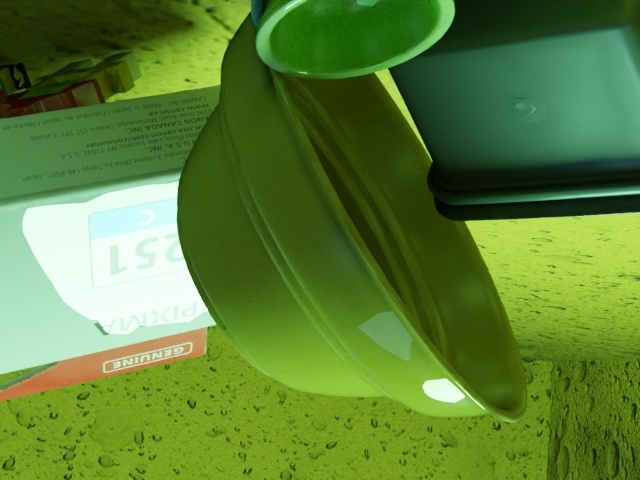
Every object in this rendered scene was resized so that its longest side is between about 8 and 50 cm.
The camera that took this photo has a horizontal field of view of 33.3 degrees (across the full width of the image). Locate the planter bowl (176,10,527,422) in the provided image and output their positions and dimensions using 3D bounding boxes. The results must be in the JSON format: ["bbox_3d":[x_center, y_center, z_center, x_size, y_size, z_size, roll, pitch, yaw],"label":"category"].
[{"bbox_3d":[0.000,0.000,0.476,0.090,0.217,0.217,-30,159,16],"label":"planter bowl"}]

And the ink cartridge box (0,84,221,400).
[{"bbox_3d":[-0.188,0.047,0.597,0.296,0.066,0.261,-12,143,-18],"label":"ink cartridge box"}]

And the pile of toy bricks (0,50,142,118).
[{"bbox_3d":[-0.198,-0.036,0.626,0.212,0.118,0.105,-5,-154,30],"label":"pile of toy bricks"}]

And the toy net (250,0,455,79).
[{"bbox_3d":[0.019,-0.116,0.280,0.122,0.045,0.232,-11,162,9],"label":"toy net"}]

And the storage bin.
[{"bbox_3d":[0.098,-0.075,0.450,0.135,0.098,0.091,-1,141,35],"label":"storage bin"}]
